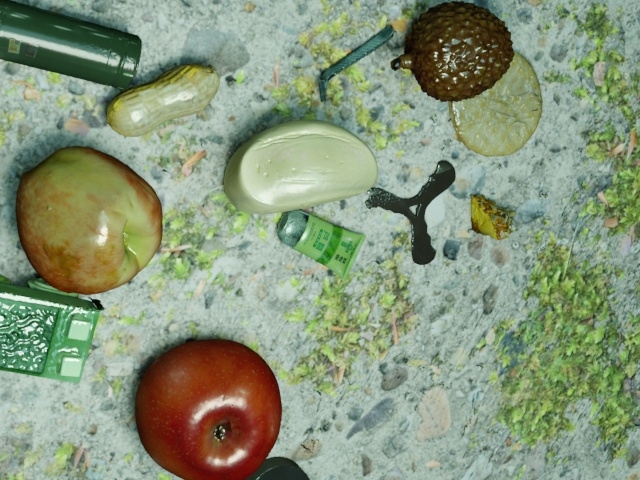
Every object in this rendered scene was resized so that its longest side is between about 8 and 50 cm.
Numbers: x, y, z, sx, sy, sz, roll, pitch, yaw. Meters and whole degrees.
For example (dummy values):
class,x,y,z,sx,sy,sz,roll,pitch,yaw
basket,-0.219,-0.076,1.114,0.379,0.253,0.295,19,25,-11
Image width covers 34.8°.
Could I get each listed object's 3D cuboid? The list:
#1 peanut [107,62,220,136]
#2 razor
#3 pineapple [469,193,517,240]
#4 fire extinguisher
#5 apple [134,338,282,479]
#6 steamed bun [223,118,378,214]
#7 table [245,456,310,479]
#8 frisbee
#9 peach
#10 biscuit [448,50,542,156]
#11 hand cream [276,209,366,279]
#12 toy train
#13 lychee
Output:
class,x,y,z,sx,sy,sz,roll,pitch,yaw
peanut,-0.263,-0.238,1.726,0.207,0.087,0.087,-27,109,-16
razor,0.062,-0.335,1.879,0.190,0.033,0.066,-41,157,-14
pineapple,0.351,-0.040,2.050,0.114,0.114,0.077,-3,139,-39
fire extinguisher,-0.451,-0.316,1.627,0.311,0.095,0.114,13,120,-26
apple,-0.193,0.306,1.790,0.260,0.216,0.260,-5,104,-20
steamed bun,-0.040,-0.133,1.780,0.250,0.200,0.154,-13,91,-15
table,-0.084,0.486,1.964,0.133,0.043,0.133,-4,102,-22
frisbee,0.170,-0.069,1.986,0.187,0.012,0.211,17,93,-24
peach,-0.387,-0.041,1.647,0.232,0.257,0.232,-45,149,-37
biscuit,0.348,-0.271,2.013,0.220,0.033,0.219,-4,101,-22
hand cream,0.000,0.000,1.906,0.175,0.046,0.095,26,86,-27
toy train,-0.490,0.133,1.642,0.272,0.188,0.159,15,95,-27
lychee,0.239,-0.345,1.863,0.238,0.200,0.200,-10,104,-14
